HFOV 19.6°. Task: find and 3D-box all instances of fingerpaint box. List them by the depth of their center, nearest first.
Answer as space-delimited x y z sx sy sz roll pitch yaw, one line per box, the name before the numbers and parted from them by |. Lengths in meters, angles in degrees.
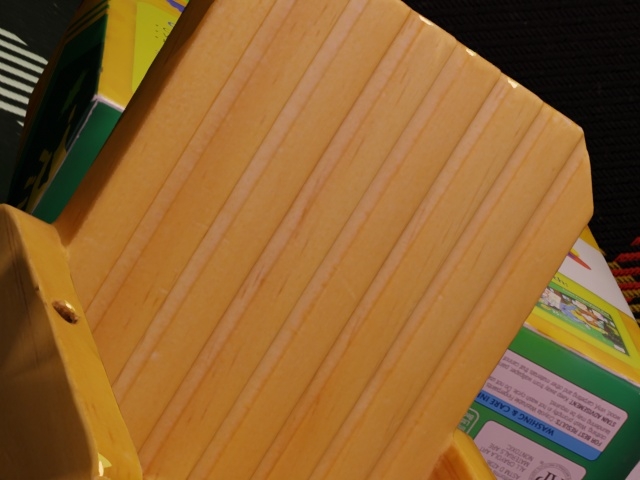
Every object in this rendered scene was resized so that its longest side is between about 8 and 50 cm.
fingerpaint box | 0.000 0.000 1.362 0.445 0.163 0.371 28 19 -16

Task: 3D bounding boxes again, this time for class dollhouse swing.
dollhouse swing | 0.025 0.081 0.932 0.347 0.305 0.315 30 19 -37

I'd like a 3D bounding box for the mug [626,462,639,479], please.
mug | 0.288 0.267 1.540 0.374 0.276 0.328 -114 -159 -59
